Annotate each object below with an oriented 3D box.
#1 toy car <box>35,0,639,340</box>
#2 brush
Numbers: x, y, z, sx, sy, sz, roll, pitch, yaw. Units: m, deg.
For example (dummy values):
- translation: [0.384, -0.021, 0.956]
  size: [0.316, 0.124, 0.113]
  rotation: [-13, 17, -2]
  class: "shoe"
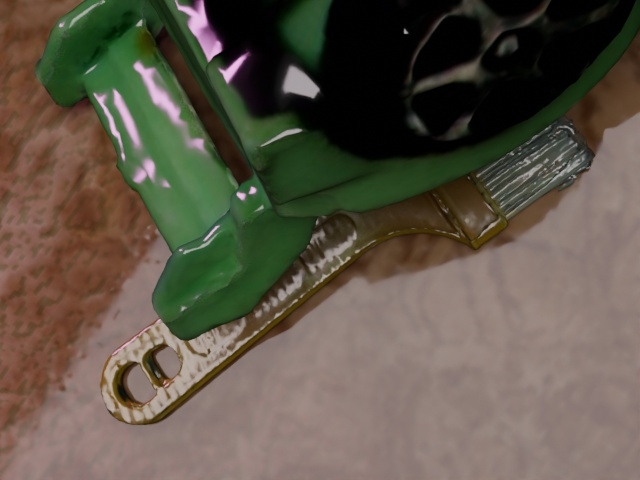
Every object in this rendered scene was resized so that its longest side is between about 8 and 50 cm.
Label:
- translation: [0.056, -0.136, 0.442]
  size: [0.359, 0.176, 0.213]
  rotation: [-31, 60, -4]
  class: "toy car"
- translation: [0.000, 0.000, 0.513]
  size: [0.218, 0.010, 0.082]
  rotation: [-37, 79, 2]
  class: "brush"
